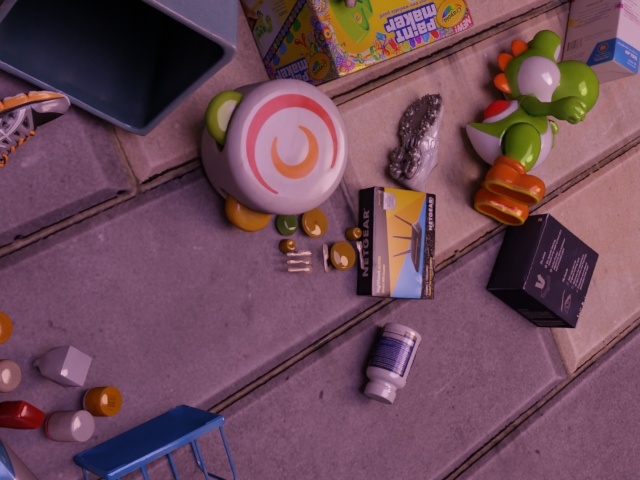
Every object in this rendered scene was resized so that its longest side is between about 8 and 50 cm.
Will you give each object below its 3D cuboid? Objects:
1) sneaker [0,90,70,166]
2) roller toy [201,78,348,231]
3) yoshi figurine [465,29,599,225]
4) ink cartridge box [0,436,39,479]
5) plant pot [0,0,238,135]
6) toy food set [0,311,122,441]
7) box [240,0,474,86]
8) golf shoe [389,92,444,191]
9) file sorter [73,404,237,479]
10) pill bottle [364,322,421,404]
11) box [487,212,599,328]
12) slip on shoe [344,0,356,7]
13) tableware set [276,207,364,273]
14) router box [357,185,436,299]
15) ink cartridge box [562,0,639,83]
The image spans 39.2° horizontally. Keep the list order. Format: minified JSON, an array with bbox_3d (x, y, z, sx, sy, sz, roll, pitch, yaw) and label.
[{"bbox_3d":[-0.409,-0.127,1.114,0.215,0.084,0.083,-27,104,-23],"label":"sneaker"},{"bbox_3d":[-0.069,-0.132,1.302,0.191,0.146,0.209,-25,106,-24],"label":"roller toy"},{"bbox_3d":[0.407,-0.208,1.620,0.203,0.203,0.362,39,62,-43],"label":"yoshi figurine"},{"bbox_3d":[-0.383,0.355,0.998,0.198,0.197,0.270,-41,109,-19],"label":"ink cartridge box"},{"bbox_3d":[-0.252,-0.334,1.144,0.248,0.247,0.252,25,56,-30],"label":"plant pot"},{"bbox_3d":[-0.368,0.183,1.121,0.232,0.104,0.111,43,49,-43],"label":"toy food set"},{"bbox_3d":[0.040,-0.403,1.382,0.290,0.177,0.279,-27,102,-32],"label":"box"},{"bbox_3d":[0.174,-0.165,1.532,0.086,0.069,0.176,41,66,-47],"label":"golf shoe"},{"bbox_3d":[-0.213,0.304,1.186,0.170,0.118,0.104,-22,102,-34],"label":"file sorter"},{"bbox_3d":[0.113,0.199,1.445,0.067,0.067,0.120,33,68,-28],"label":"pill bottle"},{"bbox_3d":[0.409,0.057,1.643,0.158,0.093,0.156,34,68,-28],"label":"box"},{"bbox_3d":[0.031,-0.391,1.247,0.041,0.051,0.135,-1,97,6],"label":"slip on shoe"},{"bbox_3d":[0.000,0.000,1.414,0.154,0.024,0.104,-2,84,-33],"label":"tableware set"},{"bbox_3d":[0.127,0.007,1.484,0.133,0.046,0.179,5,83,-34],"label":"router box"},{"bbox_3d":[0.560,-0.430,1.763,0.078,0.134,0.231,19,76,-31],"label":"ink cartridge box"}]
